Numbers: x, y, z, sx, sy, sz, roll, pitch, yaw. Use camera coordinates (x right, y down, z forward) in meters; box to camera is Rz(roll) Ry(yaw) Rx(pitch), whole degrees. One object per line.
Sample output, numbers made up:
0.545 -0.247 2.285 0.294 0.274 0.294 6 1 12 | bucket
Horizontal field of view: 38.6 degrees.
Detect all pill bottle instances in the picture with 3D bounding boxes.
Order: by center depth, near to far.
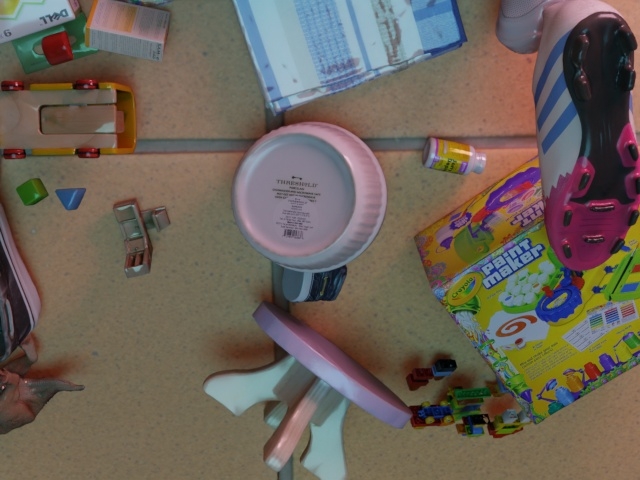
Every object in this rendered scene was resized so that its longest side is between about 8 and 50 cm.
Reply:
0.187 -0.116 1.278 0.083 0.043 0.043 10 114 -8 | pill bottle

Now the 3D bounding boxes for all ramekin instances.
-0.020 -0.058 1.208 0.207 0.109 0.207 0 91 12 | ramekin

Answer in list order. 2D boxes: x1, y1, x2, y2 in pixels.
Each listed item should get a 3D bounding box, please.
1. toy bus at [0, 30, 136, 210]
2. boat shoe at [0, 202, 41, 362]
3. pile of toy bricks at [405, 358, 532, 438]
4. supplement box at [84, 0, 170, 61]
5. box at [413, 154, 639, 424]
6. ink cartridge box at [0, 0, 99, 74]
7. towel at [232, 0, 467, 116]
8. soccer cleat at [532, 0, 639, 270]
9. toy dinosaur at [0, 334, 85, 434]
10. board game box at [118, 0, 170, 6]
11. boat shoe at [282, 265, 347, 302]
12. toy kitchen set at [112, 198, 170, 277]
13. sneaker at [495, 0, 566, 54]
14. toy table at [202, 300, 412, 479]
-0.338 -0.154 1.186 0.191 0.104 0.202 -44 88 9 | toy bus
-0.478 0.023 1.230 0.121 0.119 0.335 -15 124 11 | boat shoe
0.216 0.263 1.441 0.212 0.118 0.105 3 145 -23 | pile of toy bricks
-0.245 -0.269 1.162 0.098 0.062 0.036 11 142 -8 | supplement box
0.336 0.051 1.293 0.290 0.177 0.279 -34 113 12 | box
-0.370 -0.311 1.137 0.109 0.062 0.209 -17 116 4 | ink cartridge box
0.032 -0.302 1.186 0.285 0.034 0.209 -19 113 3 | towel
0.315 -0.129 1.097 0.116 0.143 0.331 -9 118 -7 | soccer cleat
-0.500 0.256 1.371 0.295 0.127 0.200 -10 124 -13 | toy dinosaur
-0.222 -0.373 1.134 0.133 0.033 0.169 -16 116 4 | board game box
0.000 0.000 1.317 0.083 0.065 0.183 5 101 -42 | boat shoe
-0.248 -0.007 1.282 0.068 0.075 0.083 -13 120 1 | toy kitchen set
0.255 -0.414 1.066 0.210 0.137 0.366 14 110 -30 | sneaker
-0.022 0.231 1.332 0.274 0.252 0.161 39 93 5 | toy table
